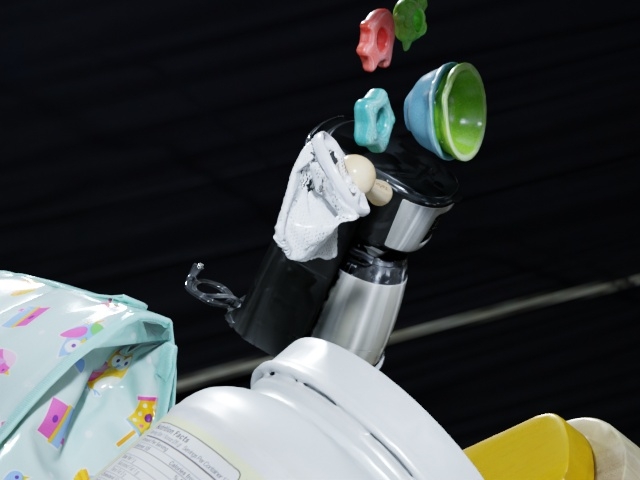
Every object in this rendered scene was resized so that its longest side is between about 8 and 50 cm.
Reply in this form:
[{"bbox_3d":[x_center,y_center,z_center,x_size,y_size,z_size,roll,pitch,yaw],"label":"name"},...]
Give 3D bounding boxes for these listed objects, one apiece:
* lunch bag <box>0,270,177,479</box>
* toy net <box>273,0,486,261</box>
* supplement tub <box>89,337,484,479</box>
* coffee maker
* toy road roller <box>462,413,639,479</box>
[{"bbox_3d":[-0.231,0.144,1.065,0.223,0.262,0.160,10,-28,49],"label":"lunch bag"},{"bbox_3d":[0.040,-0.071,0.969,0.232,0.045,0.122,-48,135,-47],"label":"toy net"},{"bbox_3d":[-0.066,0.232,0.851,0.235,0.325,0.235,41,-23,22],"label":"supplement tub"},{"bbox_3d":[0.000,0.000,1.173,0.120,0.171,0.178,-94,-157,-64],"label":"coffee maker"},{"bbox_3d":[0.151,0.315,1.207,0.202,0.329,0.241,38,35,-30],"label":"toy road roller"}]
